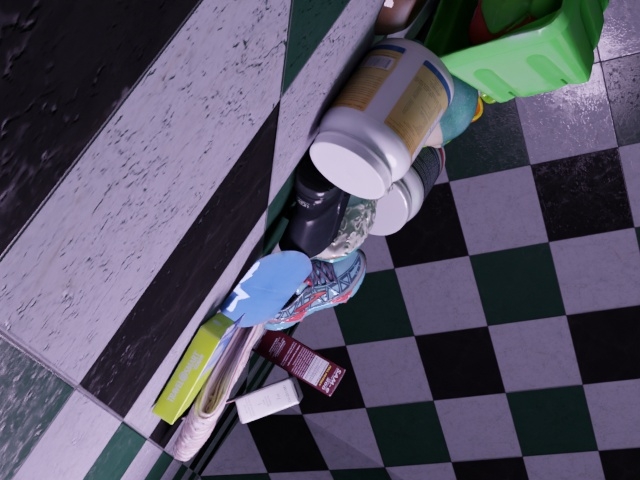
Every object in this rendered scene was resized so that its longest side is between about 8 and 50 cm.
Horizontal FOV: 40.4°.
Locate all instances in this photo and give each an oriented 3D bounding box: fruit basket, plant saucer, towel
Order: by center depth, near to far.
[{"bbox_3d":[0.141,-0.368,1.220,0.199,0.036,0.198,-58,177,-5],"label":"plant saucer"},{"bbox_3d":[0.294,-0.445,1.306,0.283,0.392,0.392,-7,-142,44],"label":"fruit basket"},{"bbox_3d":[-0.166,0.232,1.589,0.317,0.053,0.332,-62,180,-30],"label":"towel"}]

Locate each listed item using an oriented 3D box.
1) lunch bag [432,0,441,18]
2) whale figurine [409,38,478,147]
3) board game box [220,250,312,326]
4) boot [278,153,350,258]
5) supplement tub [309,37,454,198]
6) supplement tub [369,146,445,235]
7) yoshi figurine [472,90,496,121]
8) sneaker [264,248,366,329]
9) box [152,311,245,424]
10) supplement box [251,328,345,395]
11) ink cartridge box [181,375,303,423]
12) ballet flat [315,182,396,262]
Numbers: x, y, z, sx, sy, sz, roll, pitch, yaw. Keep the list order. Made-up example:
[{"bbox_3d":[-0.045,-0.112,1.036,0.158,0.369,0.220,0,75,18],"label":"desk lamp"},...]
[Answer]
[{"bbox_3d":[0.328,-0.496,1.693,0.262,0.160,0.223,-80,-165,-70],"label":"lunch bag"},{"bbox_3d":[0.223,-0.287,1.670,0.141,0.216,0.272,-17,-165,7],"label":"whale figurine"},{"bbox_3d":[-0.095,0.069,1.414,0.133,0.033,0.169,15,119,-50],"label":"board game box"},{"bbox_3d":[0.027,-0.097,1.411,0.246,0.094,0.207,-48,168,-31],"label":"boot"},{"bbox_3d":[0.087,-0.174,1.243,0.200,0.144,0.144,-56,175,-20],"label":"supplement tub"},{"bbox_3d":[0.172,-0.154,2.066,0.272,0.191,0.191,-54,174,-48],"label":"supplement tub"},{"bbox_3d":[0.290,-0.295,1.912,0.362,0.203,0.203,-170,-87,-72],"label":"yoshi figurine"},{"bbox_3d":[-0.020,0.091,1.763,0.262,0.104,0.125,-32,156,-5],"label":"sneaker"},{"bbox_3d":[-0.186,0.186,1.338,0.178,0.042,0.109,-59,177,11],"label":"box"},{"bbox_3d":[-0.064,0.260,1.959,0.073,0.239,0.130,-59,176,-8],"label":"supplement box"},{"bbox_3d":[-0.162,0.363,1.900,0.238,0.060,0.275,-21,173,-2],"label":"ink cartridge box"},{"bbox_3d":[0.047,-0.101,1.653,0.147,0.147,0.409,-61,178,29],"label":"ballet flat"}]
